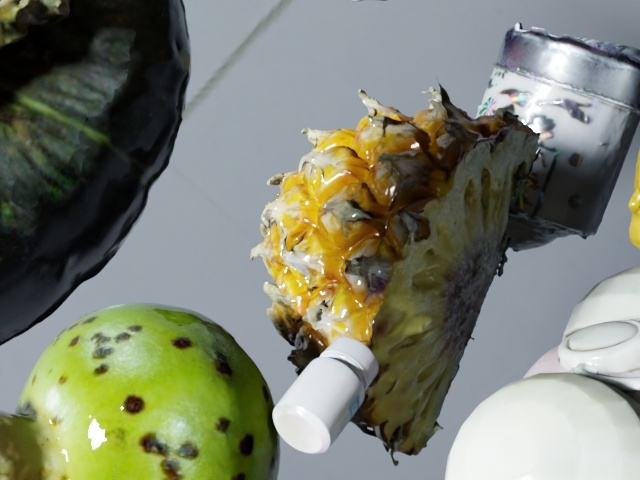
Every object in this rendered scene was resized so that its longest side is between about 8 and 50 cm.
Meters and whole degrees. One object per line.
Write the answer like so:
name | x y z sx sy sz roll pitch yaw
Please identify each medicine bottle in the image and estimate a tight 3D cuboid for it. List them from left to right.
medicine bottle | 0.006 0.118 0.921 0.052 0.052 0.089 57 47 -18

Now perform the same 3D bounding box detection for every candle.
candle | 0.248 -0.083 1.375 0.187 0.187 0.330 18 98 -14

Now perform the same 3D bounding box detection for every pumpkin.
pumpkin | -0.219 -0.092 0.537 0.323 0.241 0.323 -7 105 -29

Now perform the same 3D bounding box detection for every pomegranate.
pomegranate | -0.172 0.179 0.927 0.286 0.231 0.231 -21 109 -27

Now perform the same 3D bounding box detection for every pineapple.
pineapple | -0.002 -0.001 1.093 0.209 0.286 0.344 18 94 -51

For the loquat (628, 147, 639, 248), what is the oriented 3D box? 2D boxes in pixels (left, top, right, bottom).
loquat | 0.242 -0.032 0.487 0.234 0.187 0.176 -14 87 -10

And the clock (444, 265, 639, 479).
clock | 0.226 0.208 0.864 0.184 0.342 0.326 -6 106 31
